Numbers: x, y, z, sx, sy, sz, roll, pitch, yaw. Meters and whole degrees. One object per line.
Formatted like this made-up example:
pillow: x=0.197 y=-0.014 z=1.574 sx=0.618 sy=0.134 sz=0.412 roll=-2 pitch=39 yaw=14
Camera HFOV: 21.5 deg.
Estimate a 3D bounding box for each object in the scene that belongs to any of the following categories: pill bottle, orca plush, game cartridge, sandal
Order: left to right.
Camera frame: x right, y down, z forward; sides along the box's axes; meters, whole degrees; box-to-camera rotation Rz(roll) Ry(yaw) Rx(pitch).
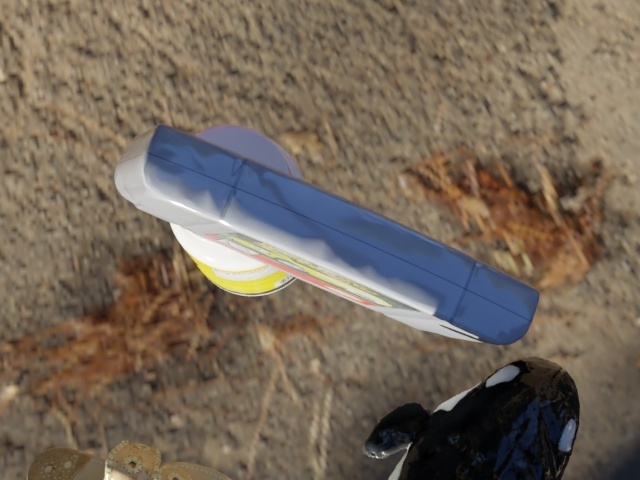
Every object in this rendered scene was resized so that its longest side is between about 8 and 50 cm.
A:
sandal: x=-0.199 y=0.231 z=1.637 sx=0.240 sy=0.088 sz=0.079 roll=5 pitch=147 yaw=30
pill bottle: x=-0.067 y=-0.025 z=1.432 sx=0.119 sy=0.119 sz=0.208 roll=-19 pitch=168 yaw=-1
game cartridge: x=0.000 y=0.000 z=1.201 sx=0.294 sy=0.196 sz=0.060 roll=23 pitch=81 yaw=-11
orca plush: x=0.066 y=0.181 z=1.122 sx=0.287 sy=0.151 sz=0.102 roll=-32 pitch=163 yaw=-5
